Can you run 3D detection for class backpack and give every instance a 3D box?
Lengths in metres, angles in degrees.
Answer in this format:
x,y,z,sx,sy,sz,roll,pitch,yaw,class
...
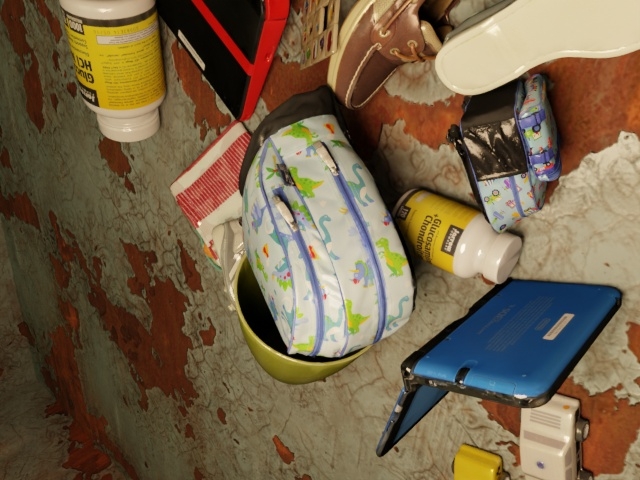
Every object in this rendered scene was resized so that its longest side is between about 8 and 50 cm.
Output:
x,y,z,sx,sy,sz,roll,pitch,yaw,class
0.000,0.000,0.857,0.355,0.273,0.290,52,151,15,backpack
0.249,-0.104,0.727,0.117,0.158,0.173,-12,114,29,backpack

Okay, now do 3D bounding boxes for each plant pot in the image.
x,y,z,sx,sy,sz,roll,pitch,yaw,class
-0.035,0.160,1.079,0.275,0.275,0.293,47,151,19,plant pot

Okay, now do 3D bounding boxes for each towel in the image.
x,y,z,sx,sy,sz,roll,pitch,yaw,class
-0.163,-0.055,1.181,0.237,0.037,0.329,-38,81,24,towel

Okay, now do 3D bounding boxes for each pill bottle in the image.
x,y,z,sx,sy,sz,roll,pitch,yaw,class
-0.443,-0.394,1.236,0.188,0.188,0.334,38,142,27,pill bottle
0.202,-0.005,0.852,0.184,0.103,0.103,26,125,35,pill bottle

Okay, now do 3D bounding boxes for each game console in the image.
x,y,z,sx,sy,sz,roll,pitch,yaw,class
-0.209,-0.467,1.060,0.386,0.060,0.342,54,151,13,game console
0.240,0.181,0.760,0.250,0.293,0.173,2,111,44,game console

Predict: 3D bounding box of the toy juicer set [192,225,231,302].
x,y,z,sx,sy,sz,roll,pitch,yaw,class
-0.211,-0.008,1.273,0.209,0.089,0.329,-40,78,47,toy juicer set

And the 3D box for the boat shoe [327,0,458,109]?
x,y,z,sx,sy,sz,roll,pitch,yaw,class
0.127,-0.302,0.783,0.123,0.123,0.342,51,130,17,boat shoe

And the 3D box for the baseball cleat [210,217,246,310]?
x,y,z,sx,sy,sz,roll,pitch,yaw,class
-0.151,0.056,1.131,0.109,0.072,0.206,-20,93,16,baseball cleat

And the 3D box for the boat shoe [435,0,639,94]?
x,y,z,sx,sy,sz,roll,pitch,yaw,class
0.281,-0.266,0.648,0.319,0.099,0.116,-11,129,48,boat shoe

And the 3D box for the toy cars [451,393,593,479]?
x,y,z,sx,sy,sz,roll,pitch,yaw,class
0.315,0.402,0.937,0.176,0.087,0.393,46,134,20,toy cars

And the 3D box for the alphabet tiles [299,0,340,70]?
x,y,z,sx,sy,sz,roll,pitch,yaw,class
0.002,-0.393,0.857,0.198,0.009,0.237,-148,62,-72,alphabet tiles
